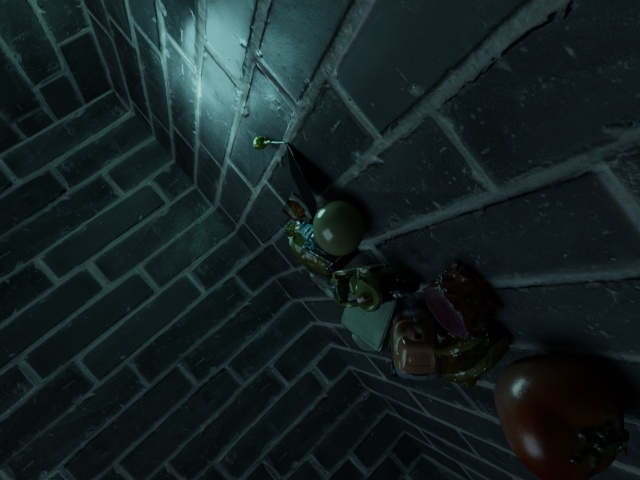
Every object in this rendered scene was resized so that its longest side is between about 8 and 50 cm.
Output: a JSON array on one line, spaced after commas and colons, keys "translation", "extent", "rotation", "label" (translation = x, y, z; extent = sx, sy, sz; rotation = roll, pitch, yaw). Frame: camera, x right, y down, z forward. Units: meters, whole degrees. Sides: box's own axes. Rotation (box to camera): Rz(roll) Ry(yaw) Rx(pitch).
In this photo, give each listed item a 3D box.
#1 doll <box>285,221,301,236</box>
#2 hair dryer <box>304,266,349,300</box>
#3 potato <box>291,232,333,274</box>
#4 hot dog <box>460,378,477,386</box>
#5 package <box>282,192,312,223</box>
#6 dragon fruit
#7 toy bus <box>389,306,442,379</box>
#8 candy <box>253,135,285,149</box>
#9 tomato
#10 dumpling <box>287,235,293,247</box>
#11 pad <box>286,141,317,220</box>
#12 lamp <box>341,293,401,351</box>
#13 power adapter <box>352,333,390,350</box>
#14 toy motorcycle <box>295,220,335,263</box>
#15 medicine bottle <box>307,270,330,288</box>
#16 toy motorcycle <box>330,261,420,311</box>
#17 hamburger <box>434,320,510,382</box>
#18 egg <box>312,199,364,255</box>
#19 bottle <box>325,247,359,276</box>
[{"translation": [-0.106, -0.060, 2.073], "extent": [0.113, 0.077, 0.078], "rotation": [-11, 126, 24], "label": "doll"}, {"translation": [0.035, 0.209, 2.125], "extent": [0.357, 0.108, 0.173], "rotation": [38, 170, -38], "label": "hair dryer"}, {"translation": [-0.030, 0.079, 2.002], "extent": [0.271, 0.111, 0.160], "rotation": [32, -156, -2], "label": "potato"}, {"translation": [0.566, 0.499, 1.698], "extent": [0.115, 0.072, 0.269], "rotation": [19, 146, 42], "label": "hot dog"}, {"translation": [-0.105, -0.128, 2.032], "extent": [0.154, 0.030, 0.239], "rotation": [46, 161, 2], "label": "package"}, {"translation": [0.426, 0.176, 1.293], "extent": [0.211, 0.147, 0.282], "rotation": [42, 159, 49], "label": "dragon fruit"}, {"translation": [0.359, 0.381, 1.641], "extent": [0.288, 0.194, 0.232], "rotation": [-81, -15, -58], "label": "toy bus"}, {"translation": [-0.201, -0.390, 1.720], "extent": [0.193, 0.062, 0.058], "rotation": [13, 143, 45], "label": "candy"}, {"translation": [0.613, 0.454, 1.136], "extent": [0.321, 0.321, 0.321], "rotation": [42, 160, 19], "label": "tomato"}, {"translation": [-0.088, 0.015, 2.148], "extent": [0.127, 0.108, 0.188], "rotation": [21, -170, -39], "label": "dumpling"}, {"translation": [-0.069, -0.210, 1.661], "extent": [0.202, 0.005, 0.300], "rotation": [87, 160, -61], "label": "pad"}, {"translation": [0.215, 0.314, 1.903], "extent": [0.266, 0.047, 0.269], "rotation": [30, 110, 46], "label": "lamp"}, {"translation": [0.261, 0.442, 2.084], "extent": [0.124, 0.187, 0.255], "rotation": [50, 161, 0], "label": "power adapter"}, {"translation": [0.000, 0.000, 1.895], "extent": [0.206, 0.154, 0.260], "rotation": [34, -177, -30], "label": "toy motorcycle"}, {"translation": [-0.005, 0.165, 2.252], "extent": [0.114, 0.114, 0.252], "rotation": [36, 157, 34], "label": "medicine bottle"}, {"translation": [0.192, 0.183, 1.672], "extent": [0.410, 0.236, 0.169], "rotation": [178, 80, -67], "label": "toy motorcycle"}, {"translation": [0.482, 0.374, 1.425], "extent": [0.132, 0.211, 0.309], "rotation": [51, 163, 7], "label": "hamburger"}, {"translation": [0.067, -0.039, 1.572], "extent": [0.188, 0.188, 0.254], "rotation": [42, 164, 20], "label": "egg"}, {"translation": [0.090, 0.084, 1.798], "extent": [0.060, 0.164, 0.060], "rotation": [42, 160, 19], "label": "bottle"}]
